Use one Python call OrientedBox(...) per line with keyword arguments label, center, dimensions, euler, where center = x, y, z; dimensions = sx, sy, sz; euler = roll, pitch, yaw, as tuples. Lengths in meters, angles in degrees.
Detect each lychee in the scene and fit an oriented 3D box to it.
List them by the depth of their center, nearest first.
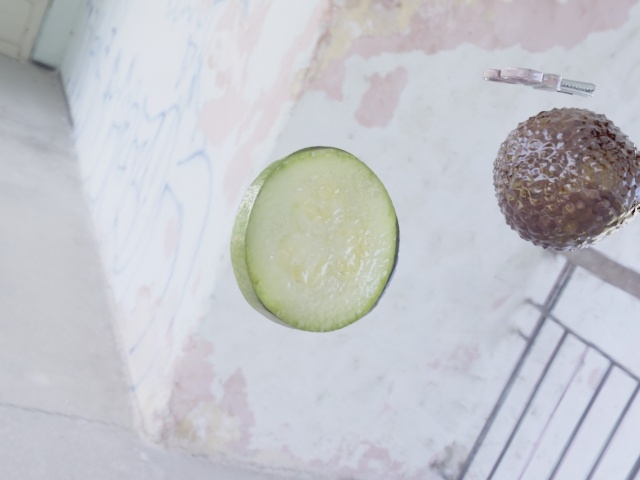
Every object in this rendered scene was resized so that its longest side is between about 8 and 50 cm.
OrientedBox(label="lychee", center=(0.434, -0.107, 1.372), dimensions=(0.261, 0.260, 0.260), euler=(23, 12, -5))

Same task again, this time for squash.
OrientedBox(label="squash", center=(0.000, 0.000, 1.069), dimensions=(0.252, 0.252, 0.049), euler=(17, -8, -32))

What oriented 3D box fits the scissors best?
OrientedBox(label="scissors", center=(0.424, -0.298, 1.480), dimensions=(0.242, 0.030, 0.118), euler=(4, 6, -26))
